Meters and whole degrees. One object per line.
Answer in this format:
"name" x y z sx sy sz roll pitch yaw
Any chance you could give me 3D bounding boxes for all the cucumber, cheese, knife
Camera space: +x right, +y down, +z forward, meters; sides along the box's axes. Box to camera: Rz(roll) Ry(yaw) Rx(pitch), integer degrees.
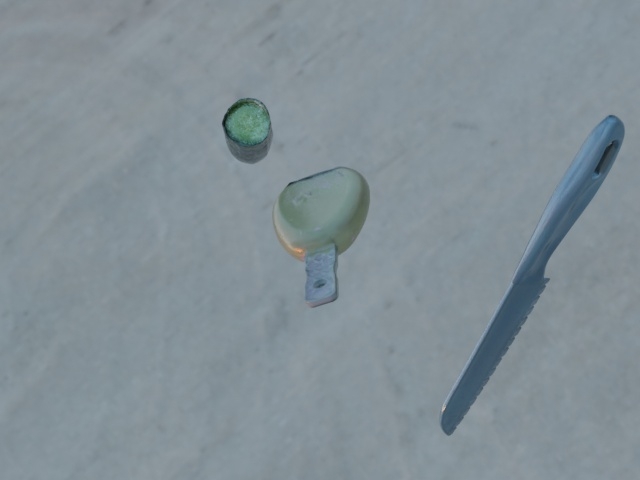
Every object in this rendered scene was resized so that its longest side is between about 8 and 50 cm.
"cucumber" -0.069 -0.101 1.330 0.048 0.048 0.105 -42 -10 -9
"cheese" 0.000 0.000 1.228 0.097 0.037 0.192 -18 31 11
"knife" 0.150 0.036 1.001 0.019 0.044 0.313 52 131 35
